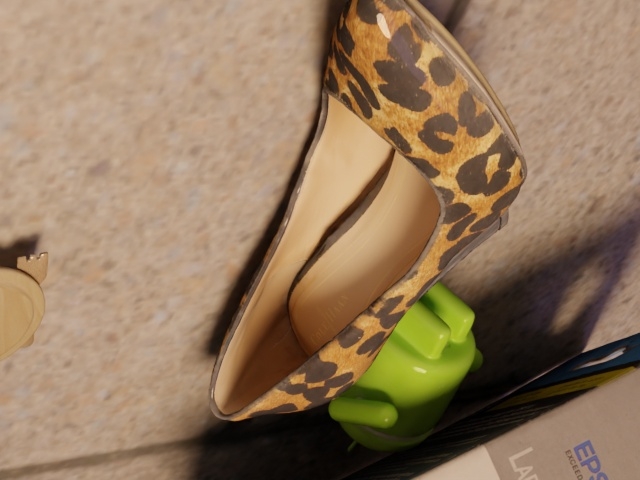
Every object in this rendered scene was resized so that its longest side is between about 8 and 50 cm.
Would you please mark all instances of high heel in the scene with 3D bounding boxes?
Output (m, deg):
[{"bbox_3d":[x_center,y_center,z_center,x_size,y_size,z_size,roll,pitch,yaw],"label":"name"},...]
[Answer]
[{"bbox_3d":[0.000,0.000,0.601,0.186,0.093,0.261,-40,155,-5],"label":"high heel"}]

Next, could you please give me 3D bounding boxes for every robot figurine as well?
[{"bbox_3d":[0.047,0.075,0.762,0.101,0.067,0.115,-29,151,-47],"label":"robot figurine"}]

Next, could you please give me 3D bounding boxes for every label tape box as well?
[{"bbox_3d":[0.089,0.168,0.792,0.333,0.106,0.240,-24,174,-15],"label":"label tape box"}]

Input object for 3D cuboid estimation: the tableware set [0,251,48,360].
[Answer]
[{"bbox_3d":[-0.194,0.025,0.535,0.168,0.020,0.141,-22,142,-17],"label":"tableware set"}]
